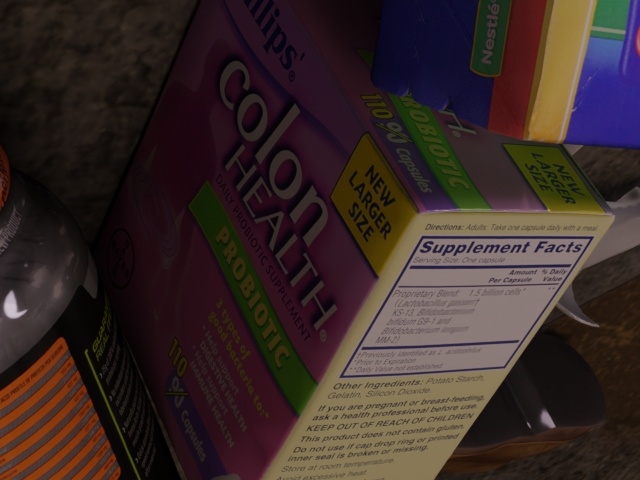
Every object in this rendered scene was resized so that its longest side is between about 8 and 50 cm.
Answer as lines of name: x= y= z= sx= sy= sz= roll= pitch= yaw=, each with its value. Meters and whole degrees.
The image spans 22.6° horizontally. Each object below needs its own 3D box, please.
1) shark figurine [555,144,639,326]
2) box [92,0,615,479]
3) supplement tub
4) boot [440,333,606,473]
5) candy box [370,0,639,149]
shark figurine: x=0.177 y=0.001 z=1.035 sx=0.278 sy=0.116 sz=0.166 roll=-3 pitch=137 yaw=-28
box: x=0.000 y=0.000 z=0.829 sx=0.117 sy=0.213 sz=0.243 roll=0 pitch=135 yaw=-34
supplement tub: x=-0.182 y=0.097 z=0.799 sx=0.193 sy=0.193 sz=0.316 roll=-22 pitch=123 yaw=-9
boot: x=0.068 y=0.123 z=1.120 sx=0.305 sy=0.112 sz=0.115 roll=11 pitch=138 yaw=-44
candy box: x=0.196 y=-0.177 z=0.738 sx=0.317 sy=0.122 sz=0.268 roll=1 pitch=104 yaw=-34
